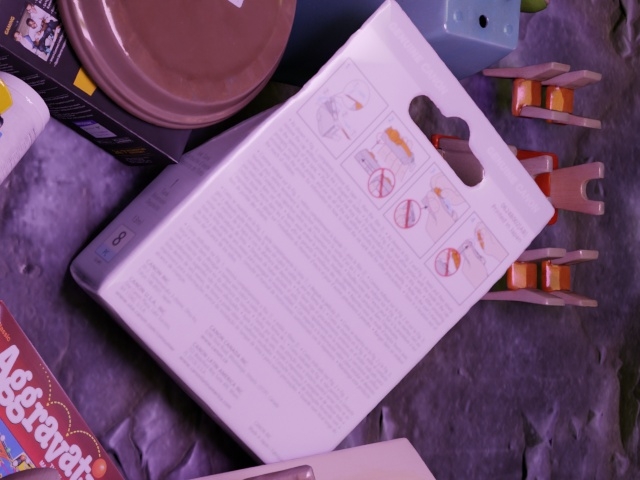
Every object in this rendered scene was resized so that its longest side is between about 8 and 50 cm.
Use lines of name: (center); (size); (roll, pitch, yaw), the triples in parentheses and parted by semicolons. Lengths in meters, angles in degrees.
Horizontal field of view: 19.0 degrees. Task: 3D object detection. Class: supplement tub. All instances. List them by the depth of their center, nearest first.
supplement tub: (-0.291, -0.086, 1.651); (0.071, 0.071, 0.107); (50, 58, -30)

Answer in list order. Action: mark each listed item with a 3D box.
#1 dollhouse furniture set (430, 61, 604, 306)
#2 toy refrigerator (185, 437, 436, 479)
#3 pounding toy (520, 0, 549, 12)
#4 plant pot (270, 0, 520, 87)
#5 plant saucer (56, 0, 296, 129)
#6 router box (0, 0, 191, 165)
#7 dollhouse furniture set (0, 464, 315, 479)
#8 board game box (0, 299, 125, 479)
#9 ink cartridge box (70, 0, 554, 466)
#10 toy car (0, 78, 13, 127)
dollhouse furniture set: (0.195, -0.061, 2.087); (0.259, 0.135, 0.262); (3, 88, -54)
toy refrigerator: (-0.025, 0.274, 1.799); (0.269, 0.094, 0.102); (-8, 128, -24)
pounding toy: (0.147, -0.303, 2.022); (0.183, 0.110, 0.237); (59, 9, 11)
plant pot: (0.076, -0.236, 1.880); (0.165, 0.234, 0.166); (8, 85, -42)
plant saucer: (-0.118, -0.240, 1.722); (0.278, 0.041, 0.278); (1, 89, -44)
router box: (-0.184, -0.257, 1.743); (0.243, 0.081, 0.309); (35, 67, -37)
dollhouse furniture set: (-0.179, 0.355, 1.610); (0.256, 0.394, 0.362); (-85, 161, -73)
board game box: (-0.262, 0.201, 1.681); (0.145, 0.027, 0.281); (-52, 130, -31)
ink cartridge box: (0.000, 0.000, 1.818); (0.385, 0.091, 0.308); (-46, 120, -8)
toy car: (-0.363, -0.034, 1.570); (0.239, 0.053, 0.225); (-10, 117, -11)
